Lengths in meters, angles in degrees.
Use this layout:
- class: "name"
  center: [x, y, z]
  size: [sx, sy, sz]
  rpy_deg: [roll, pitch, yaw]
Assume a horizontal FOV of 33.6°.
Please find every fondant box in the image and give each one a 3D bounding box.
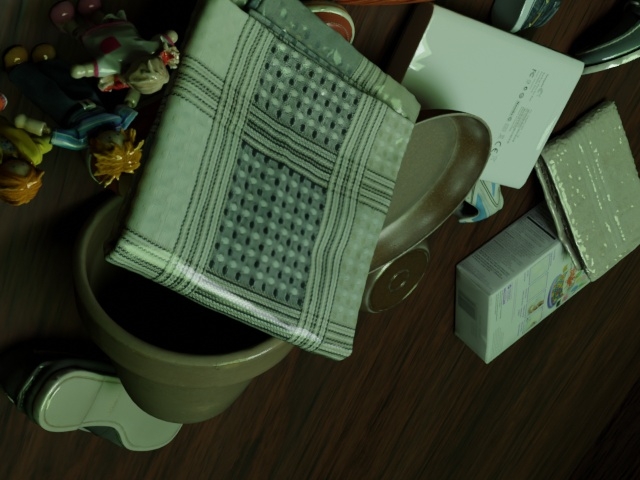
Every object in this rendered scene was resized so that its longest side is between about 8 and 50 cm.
- class: "fondant box"
  center: [0.402, 0.051, 1.988]
  size: [0.330, 0.096, 0.238]
  rpy_deg: [-34, 147, -18]

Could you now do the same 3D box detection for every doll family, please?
- class: "doll family"
  center: [-0.241, -0.109, 0.931]
  size: [0.263, 0.163, 0.118]
  rpy_deg: [-26, 144, -31]

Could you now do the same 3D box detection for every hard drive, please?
- class: "hard drive"
  center: [0.207, -0.186, 1.424]
  size: [0.307, 0.040, 0.203]
  rpy_deg: [9, 113, -40]

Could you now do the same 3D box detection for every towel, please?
- class: "towel"
  center: [-0.033, -0.074, 1.055]
  size: [0.312, 0.056, 0.324]
  rpy_deg: [29, 70, -36]
- class: "towel"
  center: [0.484, -0.085, 1.861]
  size: [0.187, 0.049, 0.282]
  rpy_deg: [-35, 116, -21]

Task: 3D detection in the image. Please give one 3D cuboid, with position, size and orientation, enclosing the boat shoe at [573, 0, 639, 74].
- class: "boat shoe"
  center: [0.515, -0.361, 1.668]
  size: [0.319, 0.116, 0.099]
  rpy_deg: [-30, 104, -13]

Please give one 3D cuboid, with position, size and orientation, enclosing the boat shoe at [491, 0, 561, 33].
- class: "boat shoe"
  center: [0.295, -0.358, 1.404]
  size: [0.083, 0.065, 0.183]
  rpy_deg: [-18, 147, -40]

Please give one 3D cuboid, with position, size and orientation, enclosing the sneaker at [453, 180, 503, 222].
- class: "sneaker"
  center: [0.230, -0.106, 1.602]
  size: [0.086, 0.085, 0.237]
  rpy_deg: [-31, 144, -10]

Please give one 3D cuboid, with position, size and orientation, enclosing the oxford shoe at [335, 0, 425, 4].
- class: "oxford shoe"
  center: [0.144, -0.347, 1.207]
  size: [0.363, 0.130, 0.133]
  rpy_deg: [-19, 108, -27]

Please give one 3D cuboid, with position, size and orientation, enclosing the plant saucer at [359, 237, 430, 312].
- class: "plant saucer"
  center: [0.118, 0.057, 1.710]
  size: [0.168, 0.029, 0.168]
  rpy_deg: [-30, 146, -23]

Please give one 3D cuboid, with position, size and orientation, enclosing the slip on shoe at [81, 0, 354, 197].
- class: "slip on shoe"
  center: [-0.092, -0.143, 1.131]
  size: [0.331, 0.101, 0.123]
  rpy_deg: [-34, 150, -17]

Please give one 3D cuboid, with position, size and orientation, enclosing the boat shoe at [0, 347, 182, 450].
- class: "boat shoe"
  center: [-0.278, 0.191, 1.339]
  size: [0.112, 0.095, 0.335]
  rpy_deg: [-60, 154, -3]

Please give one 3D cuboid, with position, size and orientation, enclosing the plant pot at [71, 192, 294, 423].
- class: "plant pot"
  center: [-0.150, 0.092, 1.206]
  size: [0.263, 0.263, 0.229]
  rpy_deg: [-26, 151, -31]

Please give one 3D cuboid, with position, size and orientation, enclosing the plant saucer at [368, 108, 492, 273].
- class: "plant saucer"
  center: [0.077, -0.059, 1.337]
  size: [0.310, 0.050, 0.310]
  rpy_deg: [-30, 154, -16]
